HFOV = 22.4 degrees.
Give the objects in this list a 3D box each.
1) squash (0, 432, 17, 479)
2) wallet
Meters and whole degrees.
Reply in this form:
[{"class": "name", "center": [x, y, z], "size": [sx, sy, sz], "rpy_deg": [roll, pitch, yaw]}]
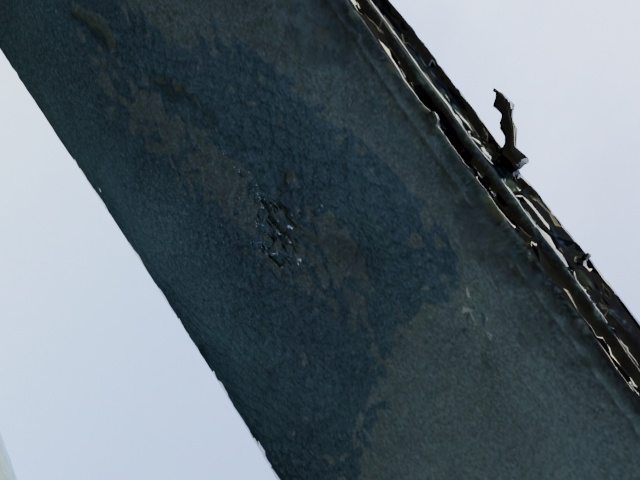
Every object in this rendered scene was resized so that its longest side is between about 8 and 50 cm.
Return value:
[{"class": "squash", "center": [-0.299, 0.065, 0.756], "size": [0.263, 0.263, 0.384], "rpy_deg": [-40, -123, 16]}, {"class": "wallet", "center": [0.000, 0.000, 0.549], "size": [0.046, 0.379, 0.191], "rpy_deg": [-26, 167, -36]}]
